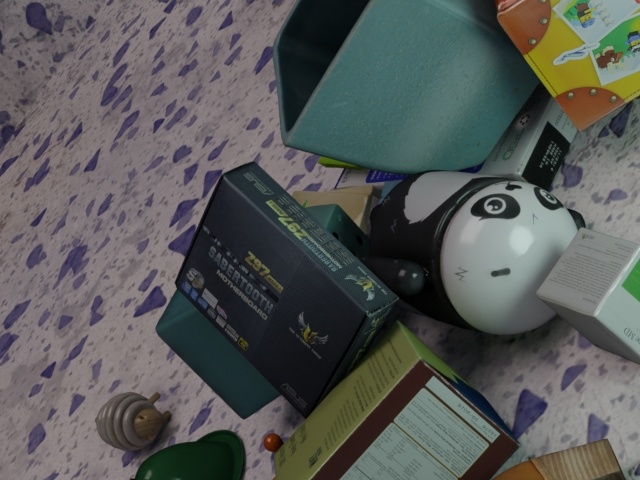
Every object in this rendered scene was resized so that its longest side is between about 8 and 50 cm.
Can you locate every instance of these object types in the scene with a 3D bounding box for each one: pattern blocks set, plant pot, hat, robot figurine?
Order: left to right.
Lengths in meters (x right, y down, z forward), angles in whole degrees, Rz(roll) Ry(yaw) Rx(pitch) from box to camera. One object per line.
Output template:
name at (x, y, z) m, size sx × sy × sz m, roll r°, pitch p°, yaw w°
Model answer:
hat at (-0.219, 0.282, 1.857) m, size 0.173 × 0.183 × 0.208 m, roll -35°, pitch 31°, yaw 26°
plant pot at (-0.044, 0.069, 1.799) m, size 0.234 × 0.165 × 0.166 m, roll -31°, pitch 21°, yaw 34°
pattern blocks set at (0.000, 0.000, 1.974) m, size 0.325 × 0.026 × 0.285 m, roll 19°, pitch 89°, yaw 55°
plant pot at (0.114, -0.223, 1.750) m, size 0.247 × 0.252 × 0.248 m, roll -58°, pitch 23°, yaw 29°
robot figurine at (0.163, 0.007, 1.635) m, size 0.209 × 0.173 × 0.278 m, roll -56°, pitch 27°, yaw -11°

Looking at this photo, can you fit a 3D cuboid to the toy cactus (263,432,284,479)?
toy cactus at (0.034, 0.211, 1.677) m, size 0.180 × 0.112 × 0.219 m, roll -19°, pitch 29°, yaw 29°

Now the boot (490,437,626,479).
boot at (0.176, 0.288, 1.274) m, size 0.220 × 0.109 × 0.283 m, roll -24°, pitch 27°, yaw 8°

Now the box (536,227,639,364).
box at (0.292, 0.056, 1.460) m, size 0.087 × 0.101 × 0.102 m, roll -54°, pitch 27°, yaw -6°

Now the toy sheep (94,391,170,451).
toy sheep at (-0.269, 0.253, 2.079) m, size 0.132 × 0.091 × 0.091 m, roll -11°, pitch 47°, yaw 44°

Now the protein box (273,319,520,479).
protein box at (0.070, 0.214, 1.499) m, size 0.201 × 0.136 × 0.200 m, roll -48°, pitch 8°, yaw 3°

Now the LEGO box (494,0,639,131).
LEGO box at (0.423, -0.409, 1.678) m, size 0.500 × 0.193 × 0.372 m, roll -32°, pitch 32°, yaw 17°

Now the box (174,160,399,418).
box at (-0.043, 0.055, 1.619) m, size 0.059 × 0.233 × 0.183 m, roll -27°, pitch -26°, yaw -45°

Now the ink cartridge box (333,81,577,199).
ink cartridge box at (0.178, -0.130, 1.904) m, size 0.371 × 0.069 × 0.176 m, roll 0°, pitch 56°, yaw 53°
